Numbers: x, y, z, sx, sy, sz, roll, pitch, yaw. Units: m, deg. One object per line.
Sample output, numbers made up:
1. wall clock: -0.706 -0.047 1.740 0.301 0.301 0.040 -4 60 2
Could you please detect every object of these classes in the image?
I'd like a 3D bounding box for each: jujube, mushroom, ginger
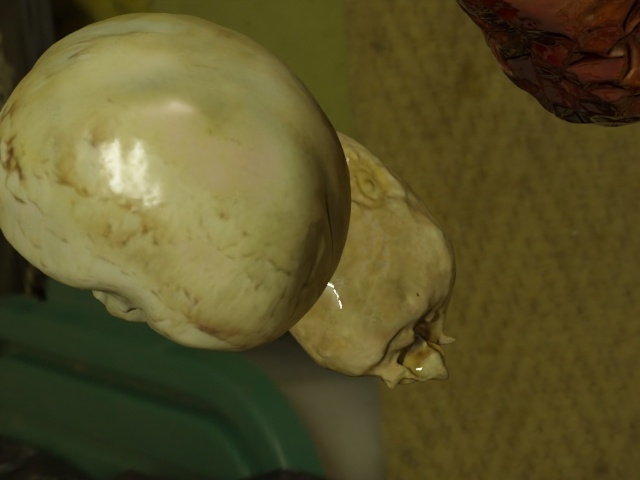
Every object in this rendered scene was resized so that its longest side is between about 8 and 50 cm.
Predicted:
1. jujube: 0.197 -0.196 1.105 0.216 0.342 0.216 -4 81 23
2. mushroom: -0.054 -0.022 0.566 0.148 0.148 0.112 42 122 32
3. ginger: 0.000 0.000 1.105 0.267 0.138 0.152 37 139 24
